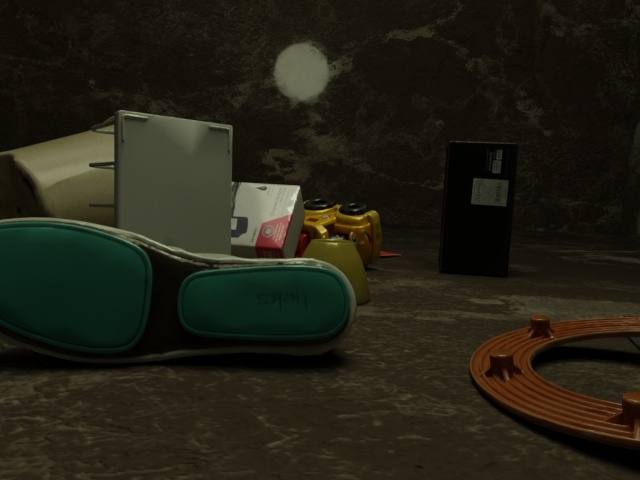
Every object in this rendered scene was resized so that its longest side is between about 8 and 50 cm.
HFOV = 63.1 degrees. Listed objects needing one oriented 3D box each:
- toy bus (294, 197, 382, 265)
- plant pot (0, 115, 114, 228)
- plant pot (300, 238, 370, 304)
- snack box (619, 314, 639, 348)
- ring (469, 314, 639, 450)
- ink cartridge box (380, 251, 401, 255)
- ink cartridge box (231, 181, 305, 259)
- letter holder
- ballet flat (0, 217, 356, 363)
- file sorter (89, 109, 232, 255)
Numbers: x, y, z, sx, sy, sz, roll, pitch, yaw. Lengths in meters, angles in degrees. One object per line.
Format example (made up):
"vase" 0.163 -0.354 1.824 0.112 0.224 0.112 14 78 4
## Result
"toy bus" 0.000 0.000 1.185 0.220 0.149 0.211 10 22 35
"plant pot" -0.506 -0.089 1.102 0.334 0.333 0.305 6 18 30
"plant pot" 0.017 0.047 0.862 0.134 0.095 0.134 3 6 0
"snack box" 0.431 0.125 0.656 0.064 0.022 0.178 6 6 18
"ring" 0.311 0.107 0.482 0.337 0.032 0.336 -6 5 1
"ink cartridge box" 0.039 0.003 1.480 0.296 0.066 0.261 8 9 41
"ink cartridge box" -0.167 -0.029 1.084 0.237 0.171 0.100 4 -38 12
"letter holder" 0.373 -0.079 1.274 0.152 0.301 0.214 4 5 10
"ballet flat" -0.165 0.066 0.556 0.401 0.139 0.139 6 5 -8
"file sorter" -0.279 -0.060 0.886 0.193 0.277 0.173 -2 6 -42
